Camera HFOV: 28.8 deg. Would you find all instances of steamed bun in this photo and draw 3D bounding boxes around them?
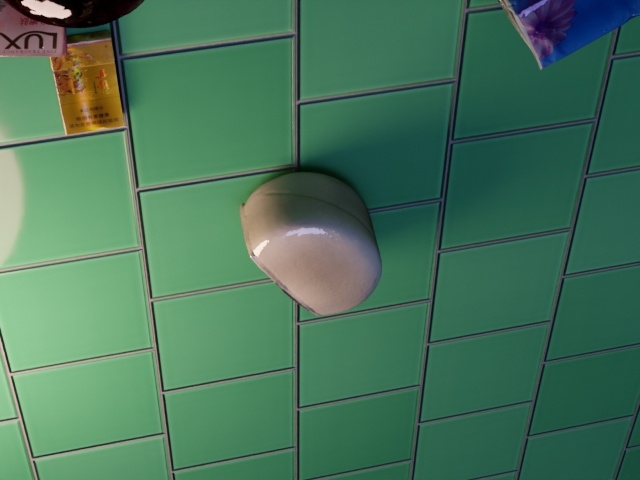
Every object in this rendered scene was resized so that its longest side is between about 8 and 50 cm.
[{"bbox_3d":[0.000,0.000,1.953,0.164,0.146,0.242,-28,137,16],"label":"steamed bun"}]

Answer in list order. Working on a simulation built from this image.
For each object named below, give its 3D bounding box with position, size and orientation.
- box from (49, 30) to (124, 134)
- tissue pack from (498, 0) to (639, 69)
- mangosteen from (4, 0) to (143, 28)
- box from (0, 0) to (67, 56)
[{"bbox_3d":[-0.321,-0.215,1.713,0.089,0.022,0.156,-9,136,-11],"label":"box"},{"bbox_3d":[0.360,-0.377,1.655,0.263,0.198,0.146,-29,135,11],"label":"tissue pack"},{"bbox_3d":[-0.305,-0.354,1.456,0.228,0.228,0.265,26,157,-37],"label":"mangosteen"},{"bbox_3d":[-0.401,-0.290,1.583,0.156,0.060,0.111,-2,136,-16],"label":"box"}]
